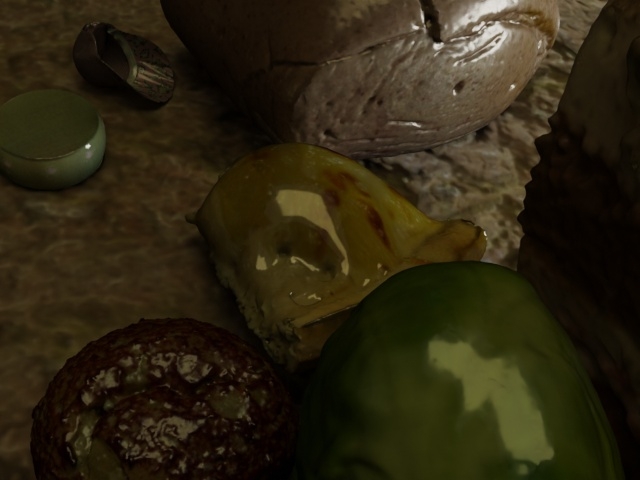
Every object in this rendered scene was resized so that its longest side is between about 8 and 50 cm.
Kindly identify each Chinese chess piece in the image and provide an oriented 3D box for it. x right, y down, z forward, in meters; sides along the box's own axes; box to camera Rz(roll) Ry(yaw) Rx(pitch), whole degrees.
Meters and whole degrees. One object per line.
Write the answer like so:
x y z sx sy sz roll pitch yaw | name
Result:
-0.200 -0.074 0.687 0.084 0.034 0.084 4 48 -5 | Chinese chess piece

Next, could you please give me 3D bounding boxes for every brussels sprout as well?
0.068 0.114 0.443 0.161 0.223 0.223 -8 49 -10 | brussels sprout

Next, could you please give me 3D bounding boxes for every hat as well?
-0.162 -0.137 0.756 0.087 0.042 0.058 32 47 -28 | hat

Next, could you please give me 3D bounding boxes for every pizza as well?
-0.004 -0.005 0.595 0.188 0.080 0.204 24 31 17 | pizza

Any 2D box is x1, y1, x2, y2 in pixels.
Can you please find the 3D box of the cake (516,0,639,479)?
0.267 0.012 0.491 0.282 0.290 0.255 -12 34 -19 | cake

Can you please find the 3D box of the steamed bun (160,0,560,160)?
0.047 -0.212 0.751 0.301 0.199 0.251 -23 55 -30 | steamed bun

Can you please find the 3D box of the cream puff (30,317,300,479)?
-0.083 0.102 0.506 0.149 0.084 0.149 4 46 -4 | cream puff
